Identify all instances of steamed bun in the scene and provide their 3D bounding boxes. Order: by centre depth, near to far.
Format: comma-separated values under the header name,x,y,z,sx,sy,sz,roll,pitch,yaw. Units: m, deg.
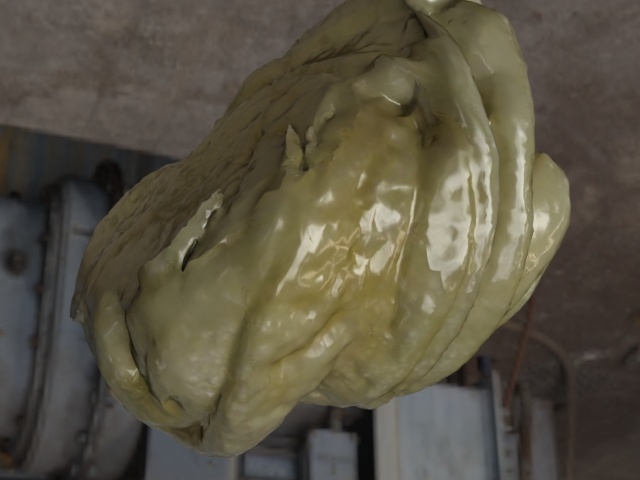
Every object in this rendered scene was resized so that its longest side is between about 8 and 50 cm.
name,x,y,z,sx,sy,sz,roll,pitch,yaw
steamed bun,0.004,-0.002,0.850,0.230,0.372,0.325,45,172,-23
